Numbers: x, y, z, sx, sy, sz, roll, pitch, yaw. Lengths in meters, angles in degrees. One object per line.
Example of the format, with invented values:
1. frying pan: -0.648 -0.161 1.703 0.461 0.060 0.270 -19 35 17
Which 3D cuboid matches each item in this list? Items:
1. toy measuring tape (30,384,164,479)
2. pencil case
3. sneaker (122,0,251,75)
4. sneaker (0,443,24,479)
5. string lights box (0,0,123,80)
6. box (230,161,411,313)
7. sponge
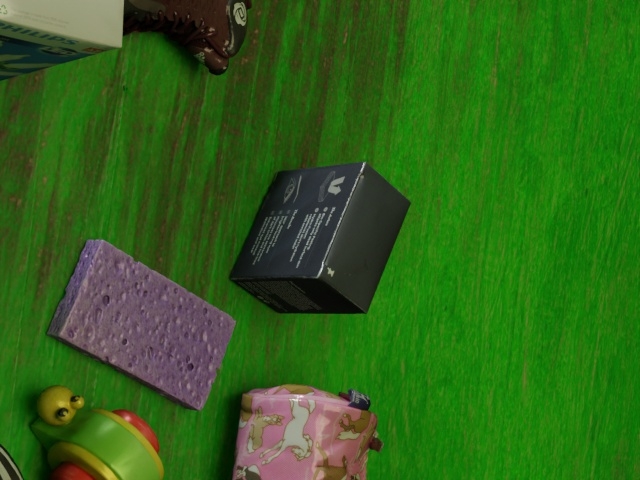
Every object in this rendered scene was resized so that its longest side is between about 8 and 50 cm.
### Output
1. toy measuring tape: -0.193 0.283 1.426 0.121 0.121 0.330 -46 117 -34
2. pencil case: -0.024 0.360 1.551 0.160 0.167 0.386 34 61 -72
3. sneaker: -0.165 -0.241 1.493 0.281 0.106 0.162 -40 117 -37
4. sneaker: -0.356 0.391 1.235 0.257 0.169 0.447 1 103 -60
5. string lights box: -0.308 -0.206 1.250 0.133 0.260 0.076 8 82 -42
6. box: 0.000 0.000 1.591 0.093 0.158 0.156 39 63 -34
7. sponge: -0.192 0.096 1.494 0.210 0.031 0.117 35 65 -36
